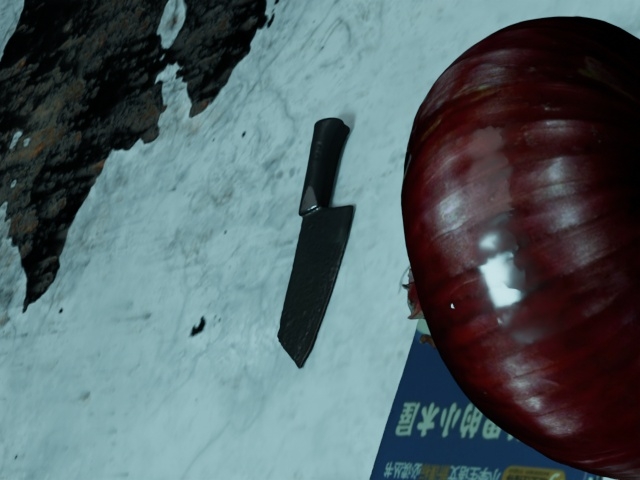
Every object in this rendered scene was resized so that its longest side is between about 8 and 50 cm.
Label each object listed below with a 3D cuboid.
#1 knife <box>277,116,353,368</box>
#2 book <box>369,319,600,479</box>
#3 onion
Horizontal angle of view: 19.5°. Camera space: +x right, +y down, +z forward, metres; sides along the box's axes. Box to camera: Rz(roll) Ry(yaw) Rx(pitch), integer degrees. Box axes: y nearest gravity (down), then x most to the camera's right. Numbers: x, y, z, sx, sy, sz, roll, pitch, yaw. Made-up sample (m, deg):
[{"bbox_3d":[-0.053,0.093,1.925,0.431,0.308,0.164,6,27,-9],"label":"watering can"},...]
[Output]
[{"bbox_3d":[0.000,0.000,1.545,0.060,0.028,0.230,-10,58,39],"label":"knife"},{"bbox_3d":[0.147,0.036,1.288,0.228,0.018,0.322,-7,60,55],"label":"book"},{"bbox_3d":[0.130,0.014,1.074,0.285,0.273,0.273,-22,47,34],"label":"onion"}]
